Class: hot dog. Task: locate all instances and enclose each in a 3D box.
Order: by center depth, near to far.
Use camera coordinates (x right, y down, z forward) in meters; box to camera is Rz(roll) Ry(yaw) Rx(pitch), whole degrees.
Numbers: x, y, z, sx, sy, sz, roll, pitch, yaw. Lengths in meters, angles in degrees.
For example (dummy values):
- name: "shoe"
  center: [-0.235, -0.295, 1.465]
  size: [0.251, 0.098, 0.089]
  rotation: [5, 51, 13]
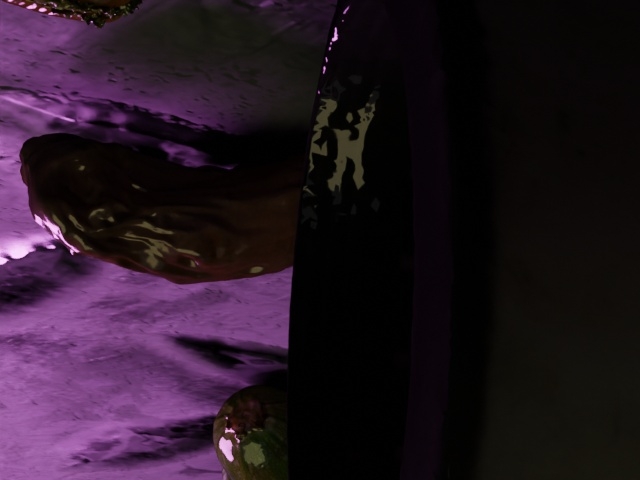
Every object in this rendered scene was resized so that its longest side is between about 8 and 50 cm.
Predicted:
- name: "hot dog"
  center: [-0.112, -0.101, 0.762]
  size: [0.083, 0.021, 0.037]
  rotation: [12, 159, -13]

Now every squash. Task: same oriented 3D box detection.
- name: "squash"
  center: [-0.035, 0.153, 1.336]
  size: [0.077, 0.068, 0.219]
  rotation: [-9, 159, -6]

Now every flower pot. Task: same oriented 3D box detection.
- name: "flower pot"
  center: [0.166, 0.041, 0.696]
  size: [0.330, 0.293, 0.293]
  rotation: [4, 159, -8]

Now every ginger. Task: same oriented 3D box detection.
- name: "ginger"
  center: [0.002, 0.001, 0.893]
  size: [0.290, 0.122, 0.084]
  rotation: [9, 127, -1]
